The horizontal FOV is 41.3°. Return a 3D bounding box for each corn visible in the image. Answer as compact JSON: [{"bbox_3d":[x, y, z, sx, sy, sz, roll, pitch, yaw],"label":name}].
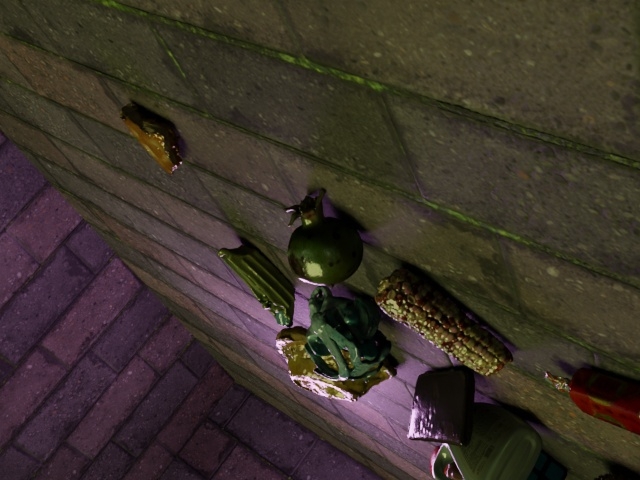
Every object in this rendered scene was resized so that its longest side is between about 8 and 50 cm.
[{"bbox_3d":[0.223,0.156,1.551,0.280,0.092,0.092,37,163,1],"label":"corn"}]

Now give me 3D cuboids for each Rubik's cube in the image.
[{"bbox_3d":[0.446,0.562,1.981,0.160,0.162,0.163,39,155,0],"label":"Rubik's cube"}]

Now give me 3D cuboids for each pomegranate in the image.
[{"bbox_3d":[-0.005,0.005,1.561,0.169,0.148,0.148,51,160,-15],"label":"pomegranate"}]

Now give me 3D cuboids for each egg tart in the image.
[{"bbox_3d":[0.026,0.331,2.211,0.341,0.129,0.341,18,159,7],"label":"egg tart"}]

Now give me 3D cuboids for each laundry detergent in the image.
[{"bbox_3d":[0.339,0.459,1.878,0.105,0.215,0.280,40,166,-25],"label":"laundry detergent"}]

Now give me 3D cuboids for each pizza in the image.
[{"bbox_3d":[-0.348,-0.222,1.810,0.182,0.062,0.161,50,167,-18],"label":"pizza"}]

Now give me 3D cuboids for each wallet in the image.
[{"bbox_3d":[0.271,0.374,1.908,0.042,0.165,0.309,13,166,-11],"label":"wallet"}]

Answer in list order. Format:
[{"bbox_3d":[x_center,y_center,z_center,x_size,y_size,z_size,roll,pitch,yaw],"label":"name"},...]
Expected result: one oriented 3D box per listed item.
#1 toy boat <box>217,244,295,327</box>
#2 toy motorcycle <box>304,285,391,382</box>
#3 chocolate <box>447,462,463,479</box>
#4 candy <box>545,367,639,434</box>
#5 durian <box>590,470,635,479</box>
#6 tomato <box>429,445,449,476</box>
[{"bbox_3d":[-0.148,0.105,2.191,0.276,0.084,0.111,52,161,-27],"label":"toy boat"},{"bbox_3d":[0.045,0.216,1.927,0.154,0.206,0.260,2,-176,-34],"label":"toy motorcycle"},{"bbox_3d":[0.437,0.605,2.171,0.214,0.148,0.093,42,157,-19],"label":"chocolate"},{"bbox_3d":[0.477,0.258,1.354,0.292,0.059,0.086,15,148,51],"label":"candy"},{"bbox_3d":[0.616,0.526,1.707,0.146,0.102,0.208,32,-176,42],"label":"durian"},{"bbox_3d":[0.418,0.724,2.588,0.228,0.101,0.228,33,159,15],"label":"tomato"}]
